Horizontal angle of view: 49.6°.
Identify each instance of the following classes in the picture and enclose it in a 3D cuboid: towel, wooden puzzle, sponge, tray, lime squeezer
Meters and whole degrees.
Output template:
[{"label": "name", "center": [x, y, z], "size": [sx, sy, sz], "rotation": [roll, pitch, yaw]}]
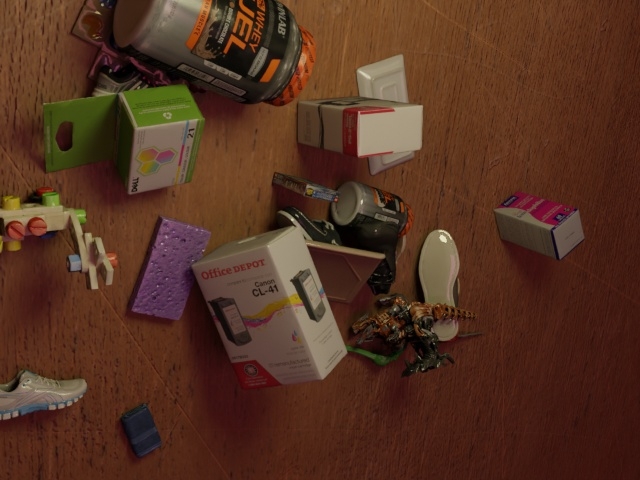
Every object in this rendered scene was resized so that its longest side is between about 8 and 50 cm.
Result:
[{"label": "towel", "center": [-0.402, 0.427, 1.554], "size": [0.067, 0.029, 0.119], "rotation": [-26, 121, -26]}, {"label": "wooden puzzle", "center": [0.004, 0.067, 1.583], "size": [0.221, 0.044, 0.238], "rotation": [11, 145, -17]}, {"label": "sponge", "center": [-0.320, 0.061, 1.475], "size": [0.117, 0.031, 0.210], "rotation": [16, 98, -38]}, {"label": "tray", "center": [0.168, -0.301, 1.685], "size": [0.145, 0.030, 0.270], "rotation": [-24, 119, -25]}, {"label": "lime squeezer", "center": [0.186, 0.279, 1.910], "size": [0.310, 0.059, 0.109], "rotation": [-21, 85, -27]}]

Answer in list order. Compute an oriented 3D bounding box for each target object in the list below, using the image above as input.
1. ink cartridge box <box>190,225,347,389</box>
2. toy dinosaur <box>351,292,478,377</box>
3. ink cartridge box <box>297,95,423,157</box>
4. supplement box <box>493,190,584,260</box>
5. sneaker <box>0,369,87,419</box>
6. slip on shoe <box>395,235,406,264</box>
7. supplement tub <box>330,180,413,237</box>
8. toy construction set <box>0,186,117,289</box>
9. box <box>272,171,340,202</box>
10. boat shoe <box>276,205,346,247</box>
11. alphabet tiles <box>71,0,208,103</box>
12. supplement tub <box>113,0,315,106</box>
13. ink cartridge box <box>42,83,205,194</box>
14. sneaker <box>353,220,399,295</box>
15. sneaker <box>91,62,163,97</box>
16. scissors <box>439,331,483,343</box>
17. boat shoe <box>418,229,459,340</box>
[{"label": "ink cartridge box", "center": [-0.108, 0.147, 1.469], "size": [0.131, 0.226, 0.306], "rotation": [-39, 110, -55]}, {"label": "toy dinosaur", "center": [0.252, 0.236, 1.817], "size": [0.322, 0.218, 0.164], "rotation": [-17, 165, 12]}, {"label": "ink cartridge box", "center": [0.081, -0.252, 1.510], "size": [0.172, 0.237, 0.100], "rotation": [-11, 110, -31]}, {"label": "supplement box", "center": [0.620, -0.045, 1.977], "size": [0.111, 0.220, 0.114], "rotation": [-37, 123, -20]}, {"label": "sneaker", "center": [-0.559, 0.293, 1.371], "size": [0.191, 0.071, 0.082], "rotation": [-9, 106, -33]}, {"label": "slip on shoe", "center": [0.182, 0.029, 1.807], "size": [0.041, 0.051, 0.135], "rotation": [5, 112, -39]}, {"label": "supplement tub", "center": [0.129, -0.069, 1.688], "size": [0.190, 0.117, 0.117], "rotation": [14, 98, -38]}, {"label": "toy construction set", "center": [-0.516, -0.010, 1.193], "size": [0.328, 0.215, 0.151], "rotation": [10, 101, -37]}, {"label": "box", "center": [-0.033, -0.118, 1.542], "size": [0.094, 0.137, 0.027], "rotation": [11, 100, -37]}, {"label": "boat shoe", "center": [0.000, 0.000, 1.633], "size": [0.091, 0.114, 0.302], "rotation": [-50, 140, -11]}, {"label": "alphabet tiles", "center": [-0.296, -0.427, 1.324], "size": [0.285, 0.011, 0.342], "rotation": [24, 92, -39]}, {"label": "supplement tub", "center": [-0.187, -0.381, 1.279], "size": [0.338, 0.207, 0.207], "rotation": [16, 97, -38]}, {"label": "ink cartridge box", "center": [-0.360, -0.173, 1.265], "size": [0.255, 0.097, 0.188], "rotation": [-16, 153, -29]}, {"label": "sneaker", "center": [0.142, 0.044, 1.643], "size": [0.286, 0.109, 0.130], "rotation": [63, 21, -64]}, {"label": "sneaker", "center": [-0.338, -0.292, 1.296], "size": [0.171, 0.063, 0.074], "rotation": [-1, 114, -30]}, {"label": "scissors", "center": [0.388, 0.286, 2.054], "size": [0.297, 0.109, 0.021], "rotation": [2, 76, -58]}, {"label": "boat shoe", "center": [0.329, 0.118, 1.912], "size": [0.109, 0.091, 0.304], "rotation": [-3, 96, 9]}]
